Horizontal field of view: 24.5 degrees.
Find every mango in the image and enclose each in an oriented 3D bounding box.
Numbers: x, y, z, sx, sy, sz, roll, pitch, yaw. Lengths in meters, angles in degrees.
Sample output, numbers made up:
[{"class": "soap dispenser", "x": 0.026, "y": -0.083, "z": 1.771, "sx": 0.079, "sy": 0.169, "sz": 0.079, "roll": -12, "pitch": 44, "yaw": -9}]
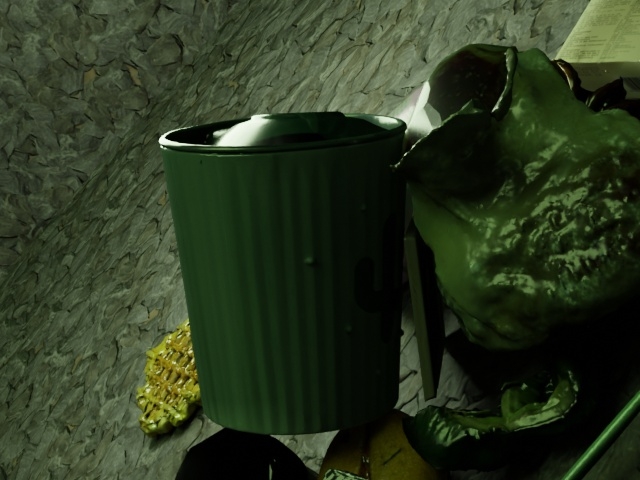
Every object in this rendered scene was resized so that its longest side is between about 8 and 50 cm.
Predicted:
[{"class": "mango", "x": 0.078, "y": 0.333, "z": 1.845, "sx": 0.177, "sy": 0.120, "sz": 0.295, "roll": -13, "pitch": 40, "yaw": 12}]

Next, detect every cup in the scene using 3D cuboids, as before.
[{"class": "cup", "x": 0.000, "y": 0.018, "z": 1.923, "sx": 0.310, "sy": 0.401, "sz": 0.392, "roll": 15, "pitch": 112, "yaw": 57}]

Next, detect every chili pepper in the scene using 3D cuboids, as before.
[{"class": "chili pepper", "x": 0.228, "y": 0.214, "z": 1.781, "sx": 0.264, "sy": 0.116, "sz": 0.148, "roll": -26, "pitch": 31, "yaw": 23}]

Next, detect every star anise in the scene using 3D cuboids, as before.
[{"class": "star anise", "x": 0.360, "y": -0.142, "z": 2.007, "sx": 0.190, "sy": 0.126, "sz": 0.220, "roll": -35, "pitch": 53, "yaw": 33}]

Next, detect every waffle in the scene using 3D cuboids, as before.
[{"class": "waffle", "x": -0.241, "y": 0.228, "z": 2.641, "sx": 0.245, "sy": 0.052, "sz": 0.254, "roll": -38, "pitch": 30, "yaw": 25}]

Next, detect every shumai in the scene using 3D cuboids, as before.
[{"class": "shumai", "x": 0.253, "y": -0.080, "z": 1.775, "sx": 0.395, "sy": 0.348, "sz": 0.395, "roll": -36, "pitch": 2, "yaw": 1}]

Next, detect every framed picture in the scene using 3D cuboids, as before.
[{"class": "framed picture", "x": 0.141, "y": 0.069, "z": 1.943, "sx": 0.020, "sy": 0.211, "sz": 0.289, "roll": -7, "pitch": 11, "yaw": 8}]

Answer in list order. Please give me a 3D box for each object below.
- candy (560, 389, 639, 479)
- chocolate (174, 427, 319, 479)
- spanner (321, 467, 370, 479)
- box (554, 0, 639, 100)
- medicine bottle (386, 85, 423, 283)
[{"class": "candy", "x": 0.340, "y": 0.188, "z": 1.620, "sx": 0.440, "sy": 0.119, "sz": 0.119, "roll": -50, "pitch": 25, "yaw": 6}, {"class": "chocolate", "x": -0.077, "y": 0.398, "z": 1.977, "sx": 0.283, "sy": 0.186, "sz": 0.283, "roll": -33, "pitch": 44, "yaw": 40}, {"class": "spanner", "x": 0.138, "y": 0.324, "z": 1.735, "sx": 0.325, "sy": 0.026, "sz": 0.093, "roll": 11, "pitch": 72, "yaw": 33}, {"class": "box", "x": 0.453, "y": -0.289, "z": 2.073, "sx": 0.168, "sy": 0.095, "sz": 0.212, "roll": -59, "pitch": 26, "yaw": -10}, {"class": "medicine bottle", "x": 0.145, "y": -0.085, "z": 2.202, "sx": 0.325, "sy": 0.212, "sz": 0.212, "roll": -42, "pitch": 27, "yaw": 24}]
